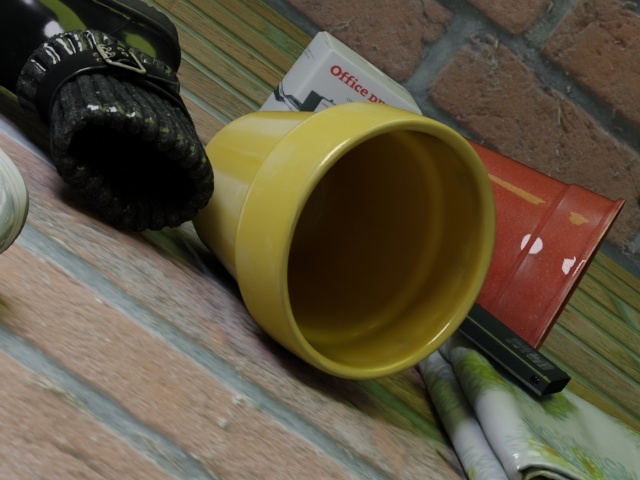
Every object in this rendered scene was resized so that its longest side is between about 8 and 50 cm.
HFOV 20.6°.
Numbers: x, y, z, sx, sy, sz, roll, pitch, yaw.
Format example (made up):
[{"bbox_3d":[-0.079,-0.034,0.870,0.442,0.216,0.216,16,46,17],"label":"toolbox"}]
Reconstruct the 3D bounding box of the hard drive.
[{"bbox_3d":[0.197,0.113,1.860,0.135,0.022,0.094,39,12,18],"label":"hard drive"}]

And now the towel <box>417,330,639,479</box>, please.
[{"bbox_3d":[0.268,0.237,1.824,0.320,0.090,0.374,34,11,-18],"label":"towel"}]

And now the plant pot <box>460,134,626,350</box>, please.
[{"bbox_3d":[0.192,0.000,2.158,0.265,0.272,0.272,31,10,9],"label":"plant pot"}]

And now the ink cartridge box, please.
[{"bbox_3d":[0.002,-0.128,2.159,0.153,0.208,0.087,33,12,-21],"label":"ink cartridge box"}]

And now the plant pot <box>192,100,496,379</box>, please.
[{"bbox_3d":[0.001,-0.021,1.702,0.254,0.254,0.239,29,-1,-38],"label":"plant pot"}]

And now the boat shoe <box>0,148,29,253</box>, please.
[{"bbox_3d":[-0.344,-0.099,1.231,0.320,0.118,0.103,43,6,-5],"label":"boat shoe"}]

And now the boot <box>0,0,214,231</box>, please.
[{"bbox_3d":[-0.267,-0.156,1.658,0.348,0.131,0.260,14,37,-22],"label":"boot"}]
